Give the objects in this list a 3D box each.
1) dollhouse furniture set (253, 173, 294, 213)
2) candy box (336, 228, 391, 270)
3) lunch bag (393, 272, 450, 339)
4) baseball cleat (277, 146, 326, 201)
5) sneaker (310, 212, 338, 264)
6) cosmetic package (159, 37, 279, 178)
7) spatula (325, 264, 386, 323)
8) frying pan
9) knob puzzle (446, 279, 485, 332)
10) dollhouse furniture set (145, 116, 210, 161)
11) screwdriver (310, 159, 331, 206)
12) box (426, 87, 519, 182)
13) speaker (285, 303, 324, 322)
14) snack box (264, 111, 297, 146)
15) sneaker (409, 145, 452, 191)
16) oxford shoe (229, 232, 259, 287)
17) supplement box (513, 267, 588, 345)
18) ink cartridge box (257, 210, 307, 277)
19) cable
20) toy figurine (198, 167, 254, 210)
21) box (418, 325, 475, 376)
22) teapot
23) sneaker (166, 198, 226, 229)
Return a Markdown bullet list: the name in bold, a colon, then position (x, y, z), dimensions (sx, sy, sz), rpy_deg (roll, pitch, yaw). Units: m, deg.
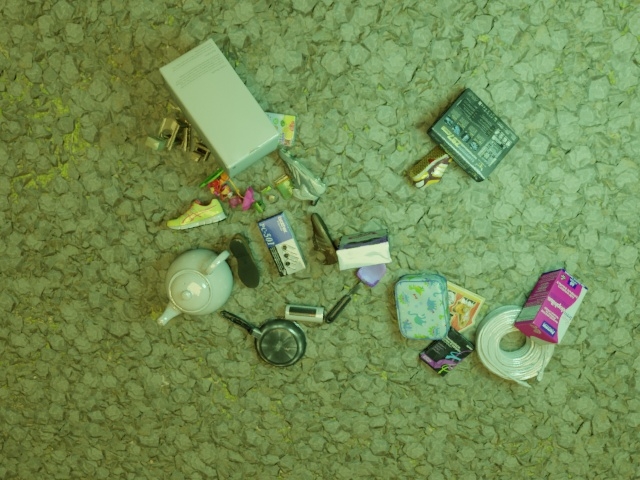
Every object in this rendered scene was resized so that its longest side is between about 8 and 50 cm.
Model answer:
- **dollhouse furniture set**: position (-0.152, -0.154, 1.864), dimensions (0.151, 0.058, 0.076), rpy_deg (-32, 99, 13)
- **candy box**: position (0.143, 0.027, 1.805), dimensions (0.164, 0.196, 0.070), rpy_deg (-10, 102, 8)
- **lunch bag**: position (0.342, 0.221, 1.877), dimensions (0.176, 0.090, 0.219), rpy_deg (-4, 103, 23)
- **baseball cleat**: position (-0.081, -0.209, 1.829), dimensions (0.206, 0.072, 0.109), rpy_deg (42, 108, 5)
- **sneaker**: position (0.000, 0.000, 1.883), dimensions (0.071, 0.066, 0.189), rpy_deg (-25, 100, 13)
- **cosmetic package**: position (-0.308, -0.401, 1.714), dimensions (0.196, 0.155, 0.366), rpy_deg (-34, 89, -11)
- **spatula**: position (0.114, 0.181, 1.934), dimensions (0.084, 0.030, 0.296), rpy_deg (38, 105, -6)
- **frying pan**: position (-0.188, 0.326, 1.999), dimensions (0.197, 0.053, 0.326), rpy_deg (-40, 100, 13)
- **knob puzzle**: position (0.446, 0.248, 1.914), dimensions (0.213, 0.030, 0.213), rpy_deg (2, 105, 6)
- **dollhouse furniture set**: position (-0.439, -0.325, 1.789), dimensions (0.160, 0.182, 0.101), rpy_deg (26, 105, 0)
- **screwdriver**: position (0.005, -0.193, 1.863), dimensions (0.024, 0.025, 0.170), rpy_deg (23, 97, 1)
- **box**: position (0.471, -0.324, 1.719), dimensions (0.232, 0.059, 0.183), rpy_deg (42, 80, -4)
- **speaker**: position (-0.054, 0.257, 1.960), dimensions (0.136, 0.055, 0.055), rpy_deg (5, 105, 5)
- **snack box**: position (-0.153, -0.366, 1.822), dimensions (0.141, 0.037, 0.100), rpy_deg (9, 103, 5)
- **sneaker**: position (0.376, -0.237, 1.788), dimensions (0.185, 0.070, 0.084), rpy_deg (-35, 125, 6)
- **oxford shoe**: position (-0.255, 0.069, 1.932), dimensions (0.076, 0.076, 0.212), rpy_deg (-9, 119, 7)
- **supplement box**: position (0.735, 0.213, 1.779), dimensions (0.111, 0.114, 0.220), rpy_deg (37, 72, -4)
- **ink cartridge box**: position (-0.131, 0.014, 1.911), dimensions (0.097, 0.046, 0.207), rpy_deg (-21, 101, 10)
- **cable**: position (0.657, 0.345, 1.886), dimensions (0.257, 0.089, 0.257), rpy_deg (22, 105, 1)
- **toy figurine**: position (-0.299, -0.164, 1.863), dimensions (0.173, 0.130, 0.159), rpy_deg (-27, 110, 34)
- **box**: position (0.441, 0.388, 1.940), dimensions (0.116, 0.029, 0.162), rpy_deg (39, 109, -8)
- **teapot**: position (-0.426, 0.154, 1.907), dimensions (0.252, 0.187, 0.256), rpy_deg (0, 103, 6)
- **sneaker**: position (-0.430, -0.091, 1.908), dimensions (0.208, 0.081, 0.094), rpy_deg (-13, 95, 3)
